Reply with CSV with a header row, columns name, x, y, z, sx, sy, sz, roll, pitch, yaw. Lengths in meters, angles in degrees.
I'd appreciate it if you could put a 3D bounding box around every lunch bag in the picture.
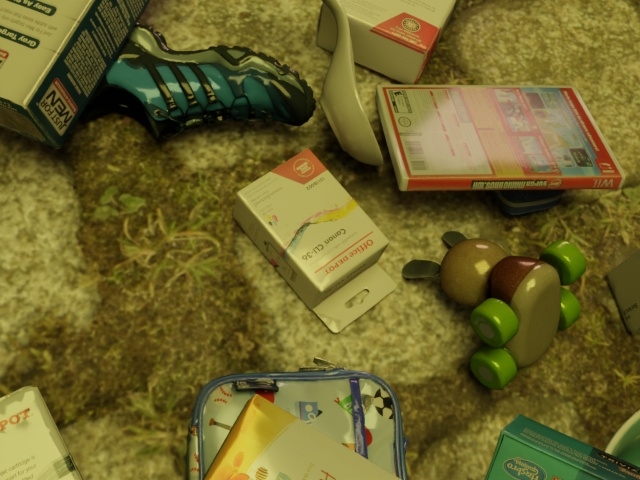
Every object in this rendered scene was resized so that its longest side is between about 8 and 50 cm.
name,x,y,z,sx,sy,sz,roll,pitch,yaw
lunch bag,-0.016,0.273,0.882,0.243,0.115,0.303,2,66,-13
lunch bag,0.277,-0.077,1.131,0.099,0.065,0.067,-10,49,-17

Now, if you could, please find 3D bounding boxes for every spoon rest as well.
name,x,y,z,sx,sy,sz,roll,pitch,yaw
spoon rest,0.020,-0.221,1.089,0.084,0.137,0.276,-27,87,4

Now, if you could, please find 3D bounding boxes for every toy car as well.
name,x,y,z,sx,sy,sz,roll,pitch,yaw
toy car,0.195,0.057,1.040,0.155,0.148,0.188,-35,48,-27

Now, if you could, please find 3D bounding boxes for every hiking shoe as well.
name,x,y,z,sx,sy,sz,roll,pitch,yaw
hiking shoe,-0.160,-0.174,1.073,0.304,0.113,0.132,14,71,6

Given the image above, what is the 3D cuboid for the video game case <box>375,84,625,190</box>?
name,x,y,z,sx,sy,sz,roll,pitch,yaw
video game case,0.226,-0.138,1.120,0.285,0.025,0.204,-1,44,-7

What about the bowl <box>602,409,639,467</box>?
name,x,y,z,sx,sy,sz,roll,pitch,yaw
bowl,0.396,0.330,0.909,0.312,0.163,0.311,4,65,-9

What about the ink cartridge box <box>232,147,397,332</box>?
name,x,y,z,sx,sy,sz,roll,pitch,yaw
ink cartridge box,0.000,0.000,1.035,0.115,0.067,0.198,-36,77,-24

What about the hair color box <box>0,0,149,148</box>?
name,x,y,z,sx,sy,sz,roll,pitch,yaw
hair color box,-0.310,-0.298,1.010,0.174,0.105,0.347,22,71,13

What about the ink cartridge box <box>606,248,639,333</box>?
name,x,y,z,sx,sy,sz,roll,pitch,yaw
ink cartridge box,0.495,0.037,1.070,0.213,0.154,0.093,-11,68,-16

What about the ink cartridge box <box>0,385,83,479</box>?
name,x,y,z,sx,sy,sz,roll,pitch,yaw
ink cartridge box,-0.301,0.270,0.836,0.153,0.087,0.208,-25,73,-21

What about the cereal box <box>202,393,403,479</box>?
name,x,y,z,sx,sy,sz,roll,pitch,yaw
cereal box,-0.003,0.277,0.795,0.240,0.047,0.173,30,63,-2

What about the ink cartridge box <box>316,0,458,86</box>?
name,x,y,z,sx,sy,sz,roll,pitch,yaw
ink cartridge box,0.110,-0.344,1.202,0.159,0.092,0.217,25,64,5

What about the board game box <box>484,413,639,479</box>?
name,x,y,z,sx,sy,sz,roll,pitch,yaw
board game box,0.230,0.363,0.761,0.254,0.079,0.335,22,101,23
